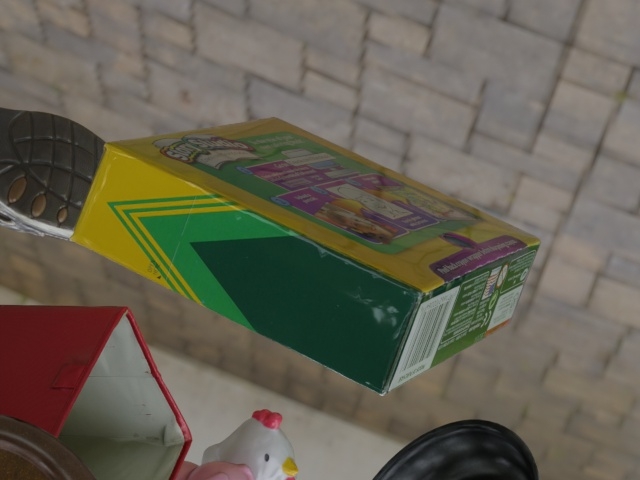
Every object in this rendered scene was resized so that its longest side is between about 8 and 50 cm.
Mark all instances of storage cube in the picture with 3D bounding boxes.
[{"bbox_3d":[-0.257,0.183,1.623,0.193,0.215,0.183,0,133,25],"label":"storage cube"}]

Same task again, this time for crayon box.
[{"bbox_3d":[0.000,0.000,1.680,0.313,0.106,0.363,25,-165,18],"label":"crayon box"}]

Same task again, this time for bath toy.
[{"bbox_3d":[-0.131,0.265,1.855,0.151,0.129,0.348,37,-151,21],"label":"bath toy"}]

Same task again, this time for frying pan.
[{"bbox_3d":[0.113,0.258,1.334,0.053,0.197,0.326,39,-171,-34],"label":"frying pan"}]

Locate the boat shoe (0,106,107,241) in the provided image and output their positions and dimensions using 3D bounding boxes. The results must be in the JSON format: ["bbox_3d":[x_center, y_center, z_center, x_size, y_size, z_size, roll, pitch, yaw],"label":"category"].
[{"bbox_3d":[-0.340,-0.077,2.141,0.355,0.132,0.130,26,163,26],"label":"boat shoe"}]

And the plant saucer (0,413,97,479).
[{"bbox_3d":[-0.196,0.173,1.019,0.168,0.168,0.029,23,158,0],"label":"plant saucer"}]
